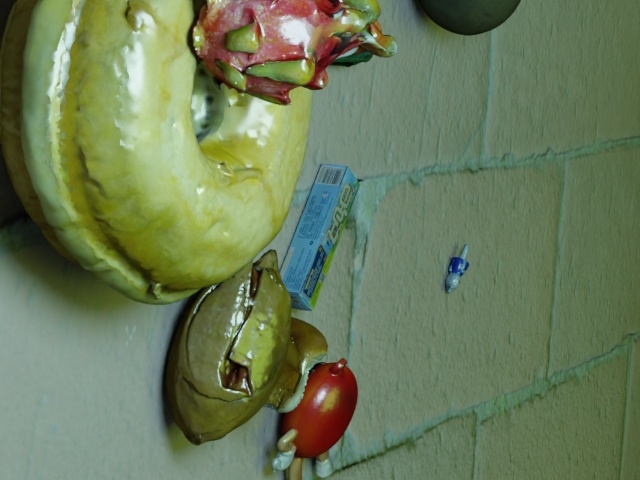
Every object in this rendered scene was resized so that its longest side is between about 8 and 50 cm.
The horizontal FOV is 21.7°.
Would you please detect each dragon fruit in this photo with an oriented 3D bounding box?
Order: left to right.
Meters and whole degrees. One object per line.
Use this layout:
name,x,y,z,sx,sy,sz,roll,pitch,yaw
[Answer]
dragon fruit,-0.025,-0.199,1.596,0.207,0.150,0.133,3,111,-18

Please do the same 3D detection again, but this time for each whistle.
whistle,0.213,0.045,2.588,0.033,0.029,0.083,129,-16,-73

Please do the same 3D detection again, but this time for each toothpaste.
toothpaste,0.000,0.000,2.176,0.070,0.044,0.193,52,53,-52

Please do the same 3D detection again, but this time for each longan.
longan,0.207,-0.378,2.343,0.187,0.167,0.167,-82,158,-45

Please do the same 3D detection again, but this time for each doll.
doll,-0.009,0.244,2.187,0.183,0.085,0.217,-42,149,-47

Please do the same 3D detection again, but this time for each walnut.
walnut,-0.104,0.122,1.944,0.137,0.137,0.245,45,61,-55

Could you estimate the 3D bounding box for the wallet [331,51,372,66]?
wallet,-0.005,-0.299,2.091,0.236,0.055,0.160,-9,98,-59

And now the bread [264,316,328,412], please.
bread,-0.062,0.144,2.014,0.044,0.129,0.126,46,60,-54

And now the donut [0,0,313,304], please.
donut,-0.158,-0.152,1.699,0.449,0.198,0.449,-25,119,-57
